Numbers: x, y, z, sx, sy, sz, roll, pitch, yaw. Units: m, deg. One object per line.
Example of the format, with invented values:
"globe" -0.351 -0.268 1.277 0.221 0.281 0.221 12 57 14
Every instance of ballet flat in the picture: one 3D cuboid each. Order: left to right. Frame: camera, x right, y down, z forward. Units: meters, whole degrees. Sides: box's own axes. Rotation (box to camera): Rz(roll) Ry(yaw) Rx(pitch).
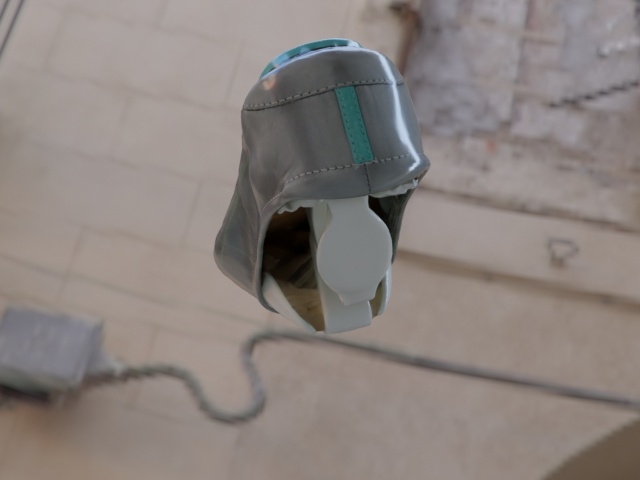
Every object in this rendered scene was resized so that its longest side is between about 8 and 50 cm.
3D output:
"ballet flat" 0.000 0.000 0.720 0.072 0.068 0.213 -17 -19 -8
